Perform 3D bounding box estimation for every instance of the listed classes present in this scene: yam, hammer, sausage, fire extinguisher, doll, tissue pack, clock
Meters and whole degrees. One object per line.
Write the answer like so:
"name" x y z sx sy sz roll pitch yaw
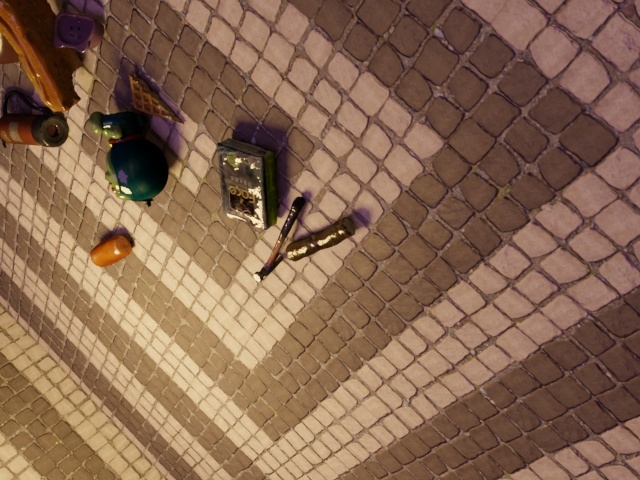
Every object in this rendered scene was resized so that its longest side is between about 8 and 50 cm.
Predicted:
"yam" 0.000 0.000 1.667 0.253 0.061 0.061 -25 101 44
"hammer" -0.111 -0.006 1.730 0.033 0.111 0.287 35 126 11
"sausage" -0.805 0.042 2.304 0.238 0.098 0.098 -20 104 43
"fire extinguisher" -1.071 -0.436 2.208 0.376 0.113 0.200 8 79 33
"doll" -0.581 -0.257 1.863 0.186 0.198 0.321 -17 98 4
"tissue pack" -0.207 -0.161 1.711 0.174 0.073 0.235 21 129 28
"clock" -0.718 -0.612 1.790 0.153 0.050 0.109 16 94 20

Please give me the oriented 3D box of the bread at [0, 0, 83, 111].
"bread" -0.839 -0.584 1.826 0.109 0.185 0.380 -2 129 24

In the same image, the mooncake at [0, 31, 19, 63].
"mooncake" -1.028 -0.728 1.912 0.334 0.174 0.325 3 116 41

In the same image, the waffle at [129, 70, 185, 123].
"waffle" -0.484 -0.423 1.791 0.191 0.032 0.125 19 126 25
